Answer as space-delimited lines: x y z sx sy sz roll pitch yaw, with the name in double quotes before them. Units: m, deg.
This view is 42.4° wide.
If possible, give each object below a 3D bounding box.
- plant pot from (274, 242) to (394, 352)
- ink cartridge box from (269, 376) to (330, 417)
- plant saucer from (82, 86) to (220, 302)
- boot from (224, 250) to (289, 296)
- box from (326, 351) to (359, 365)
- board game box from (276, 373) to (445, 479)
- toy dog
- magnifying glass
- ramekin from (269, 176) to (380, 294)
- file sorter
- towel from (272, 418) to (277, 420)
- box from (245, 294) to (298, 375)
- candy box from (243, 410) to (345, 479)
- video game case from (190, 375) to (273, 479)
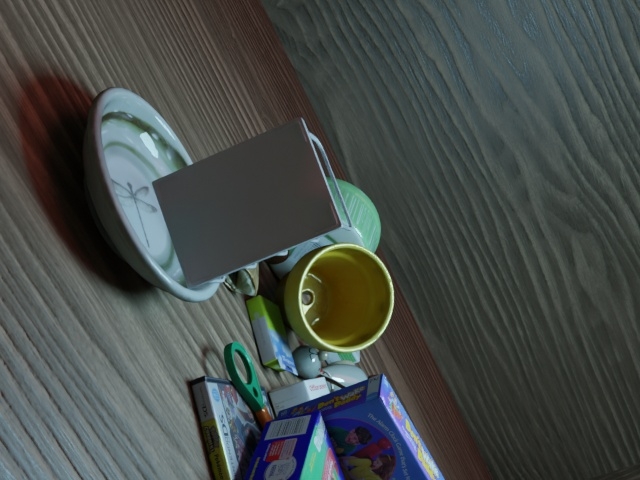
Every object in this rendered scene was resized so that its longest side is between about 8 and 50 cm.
"plant pot" 0.008 0.138 1.973 0.239 0.254 0.253 -10 -73 62
"ink cartridge box" -0.017 0.417 1.813 0.160 0.093 0.219 19 50 -73
"plant saucer" -0.310 -0.066 1.444 0.400 0.101 0.400 59 16 -28
"boot" -0.158 0.040 1.910 0.236 0.089 0.269 47 22 -28
"box" 0.050 0.286 2.293 0.101 0.087 0.102 61 15 -24
"board game box" 0.094 0.450 1.607 0.347 0.233 0.078 61 19 -18
"toy dog" 0.061 0.343 2.085 0.220 0.161 0.334 70 14 12
"magnifying glass" -0.127 0.301 1.582 0.230 0.026 0.092 64 13 -7
"ramekin" 0.000 0.000 2.139 0.303 0.304 0.148 61 23 -24
"file sorter" -0.105 -0.056 1.419 0.173 0.278 0.192 10 59 -76
"towel" -0.075 0.387 1.672 0.009 0.083 0.060 -28 94 -57
"box" -0.109 0.222 1.874 0.109 0.043 0.178 40 29 -62
"candy box" -0.025 0.513 1.455 0.268 0.122 0.317 -67 142 -66
"video game case" -0.136 0.383 1.531 0.275 0.035 0.248 35 35 -66
